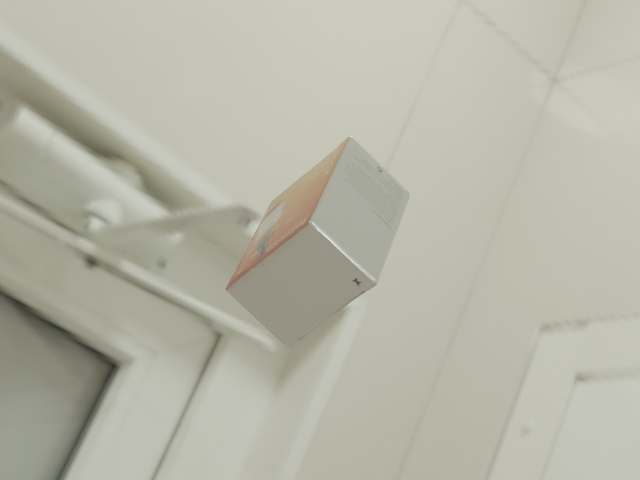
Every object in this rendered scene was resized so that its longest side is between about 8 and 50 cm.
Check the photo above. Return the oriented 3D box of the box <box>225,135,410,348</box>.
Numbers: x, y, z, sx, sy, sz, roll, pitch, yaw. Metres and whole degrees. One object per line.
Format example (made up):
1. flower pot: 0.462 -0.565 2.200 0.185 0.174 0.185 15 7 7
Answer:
1. box: 0.000 0.000 1.541 0.091 0.170 0.130 44 -57 -13
